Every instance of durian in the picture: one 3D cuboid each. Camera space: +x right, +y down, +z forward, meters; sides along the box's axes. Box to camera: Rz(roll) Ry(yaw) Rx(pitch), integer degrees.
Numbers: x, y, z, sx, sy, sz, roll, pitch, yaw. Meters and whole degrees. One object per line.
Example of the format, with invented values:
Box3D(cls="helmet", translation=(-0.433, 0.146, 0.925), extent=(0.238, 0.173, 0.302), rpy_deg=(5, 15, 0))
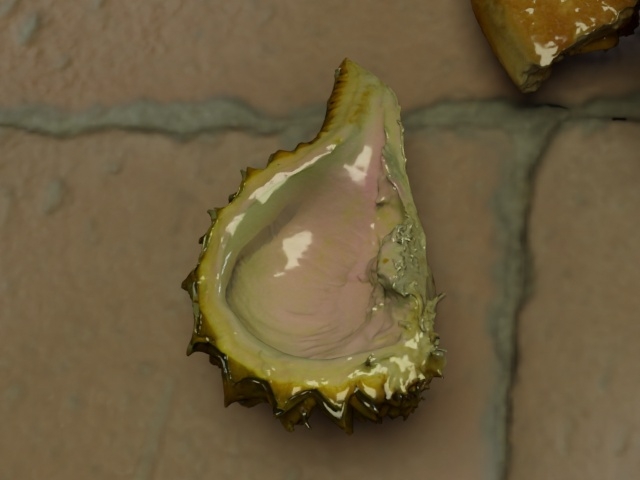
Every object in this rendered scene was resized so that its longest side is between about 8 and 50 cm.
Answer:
Box3D(cls="durian", translation=(0.009, 0.006, 0.774), extent=(0.140, 0.078, 0.224), rpy_deg=(-2, 55, 19))

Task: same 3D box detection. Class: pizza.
Box3D(cls="pizza", translation=(0.148, -0.185, 0.844), extent=(0.127, 0.058, 0.246), rpy_deg=(8, 66, 11))
